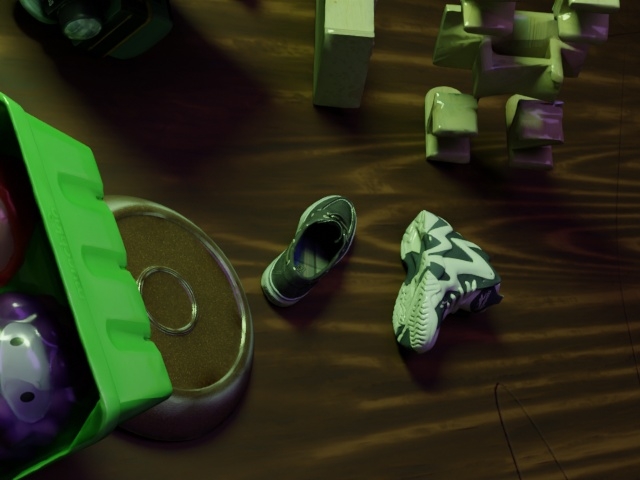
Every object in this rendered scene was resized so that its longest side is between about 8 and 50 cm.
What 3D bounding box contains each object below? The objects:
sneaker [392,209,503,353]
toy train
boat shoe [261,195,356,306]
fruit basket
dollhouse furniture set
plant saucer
[{"bbox_3d":[0.187,0.077,2.054,0.153,0.094,0.235,24,37,-17],"label":"sneaker"},{"bbox_3d":[-0.303,-0.387,1.929,0.190,0.142,0.334,18,47,-48],"label":"toy train"},{"bbox_3d":[0.000,0.000,1.954,0.080,0.076,0.228,48,41,-4],"label":"boat shoe"},{"bbox_3d":[-0.367,0.066,1.447,0.392,0.283,0.392,39,36,-36],"label":"fruit basket"},{"bbox_3d":[0.194,-0.325,2.174,0.394,0.362,0.257,4,55,-5],"label":"dollhouse furniture set"},{"bbox_3d":[-0.189,0.077,1.730,0.310,0.050,0.311,26,48,-32],"label":"plant saucer"}]
